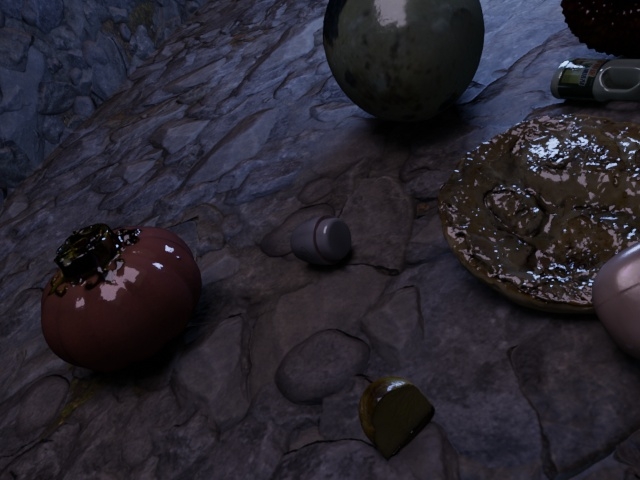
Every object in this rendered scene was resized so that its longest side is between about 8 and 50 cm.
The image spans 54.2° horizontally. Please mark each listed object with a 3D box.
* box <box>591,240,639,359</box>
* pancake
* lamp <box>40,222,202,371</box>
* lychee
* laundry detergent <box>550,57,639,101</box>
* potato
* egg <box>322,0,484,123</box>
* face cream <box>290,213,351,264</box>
[{"bbox_3d":[0.422,0.057,0.723,0.200,0.088,0.145,-23,65,5],"label":"box"},{"bbox_3d":[0.368,-0.052,0.917,0.387,0.082,0.386,-13,48,16],"label":"pancake"},{"bbox_3d":[-0.376,0.089,1.152,0.306,0.239,0.305,-20,34,14],"label":"lamp"},{"bbox_3d":[0.599,-0.477,1.172,0.304,0.275,0.276,-23,24,-40],"label":"lychee"},{"bbox_3d":[0.541,-0.289,1.133,0.099,0.070,0.226,-36,35,-25],"label":"laundry detergent"},{"bbox_3d":[0.083,0.206,0.791,0.096,0.103,0.066,-41,39,-19],"label":"potato"},{"bbox_3d":[0.177,-0.433,1.344,0.345,0.345,0.427,-17,50,17],"label":"egg"},{"bbox_3d":[0.000,0.000,1.131,0.095,0.091,0.091,-7,39,42],"label":"face cream"}]
